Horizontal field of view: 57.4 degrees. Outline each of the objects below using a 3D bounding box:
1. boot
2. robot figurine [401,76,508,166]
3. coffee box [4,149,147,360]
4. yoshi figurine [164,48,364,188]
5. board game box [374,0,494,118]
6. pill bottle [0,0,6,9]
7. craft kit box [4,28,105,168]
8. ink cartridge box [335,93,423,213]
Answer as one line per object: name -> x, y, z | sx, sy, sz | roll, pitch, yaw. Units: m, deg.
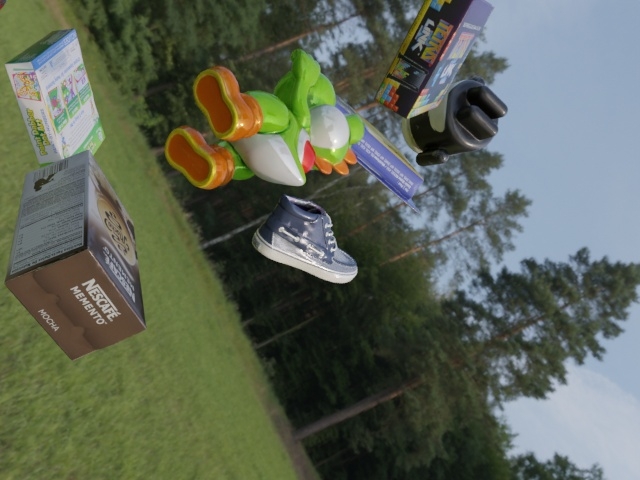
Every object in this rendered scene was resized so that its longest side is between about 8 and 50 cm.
boot -> 0.000, 0.000, 0.841 | 0.190, 0.086, 0.069 | 19, 26, -41
robot figurine -> 0.325, -0.295, 1.447 | 0.278, 0.209, 0.173 | 0, -70, 61
coffee box -> -0.366, 0.011, 0.896 | 0.297, 0.119, 0.168 | -119, -173, -50
yoshi figurine -> -0.074, -0.196, 0.924 | 0.204, 0.362, 0.203 | 6, -77, 35
board game box -> 0.137, -0.221, 0.681 | 0.048, 0.170, 0.141 | 34, -63, 10
pill bottle -> -0.592, -0.606, 1.045 | 0.210, 0.363, 0.210 | 40, 19, -17
craft kit box -> -0.520, -0.270, 1.176 | 0.250, 0.061, 0.246 | -95, 178, -58
ink cartridge box -> 0.100, -0.229, 1.334 | 0.304, 0.072, 0.307 | 36, 14, -28
